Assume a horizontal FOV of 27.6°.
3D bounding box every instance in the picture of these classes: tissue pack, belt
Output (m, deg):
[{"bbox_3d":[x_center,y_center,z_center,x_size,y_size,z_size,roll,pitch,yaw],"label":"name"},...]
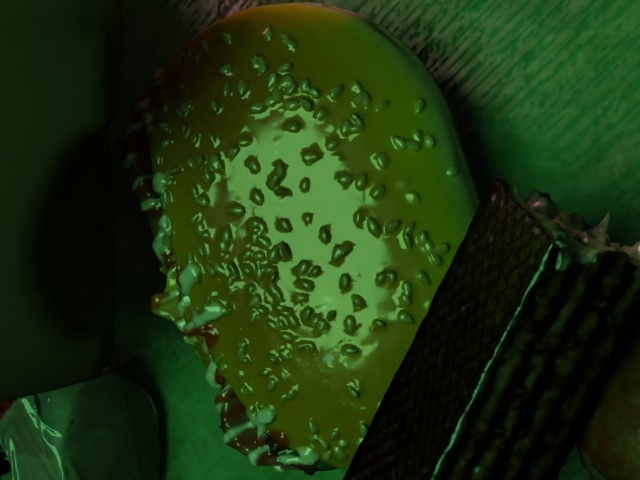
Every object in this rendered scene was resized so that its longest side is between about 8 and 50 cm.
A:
[{"bbox_3d":[-0.263,-0.079,0.823,0.387,0.277,0.267,103,166,-49],"label":"tissue pack"},{"bbox_3d":[-0.257,0.199,1.043,0.324,0.115,0.227,-32,81,35],"label":"belt"}]

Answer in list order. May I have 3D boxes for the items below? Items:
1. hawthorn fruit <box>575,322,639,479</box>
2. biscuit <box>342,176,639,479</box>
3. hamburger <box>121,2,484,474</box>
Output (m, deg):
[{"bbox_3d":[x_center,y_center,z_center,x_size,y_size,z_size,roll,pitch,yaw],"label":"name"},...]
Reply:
[{"bbox_3d":[0.198,0.096,0.673,0.149,0.189,0.149,42,140,49],"label":"hawthorn fruit"},{"bbox_3d":[0.087,0.089,0.701,0.070,0.106,0.252,21,104,-17],"label":"biscuit"},{"bbox_3d":[0.000,0.000,0.820,0.227,0.151,0.295,-23,82,31],"label":"hamburger"}]
